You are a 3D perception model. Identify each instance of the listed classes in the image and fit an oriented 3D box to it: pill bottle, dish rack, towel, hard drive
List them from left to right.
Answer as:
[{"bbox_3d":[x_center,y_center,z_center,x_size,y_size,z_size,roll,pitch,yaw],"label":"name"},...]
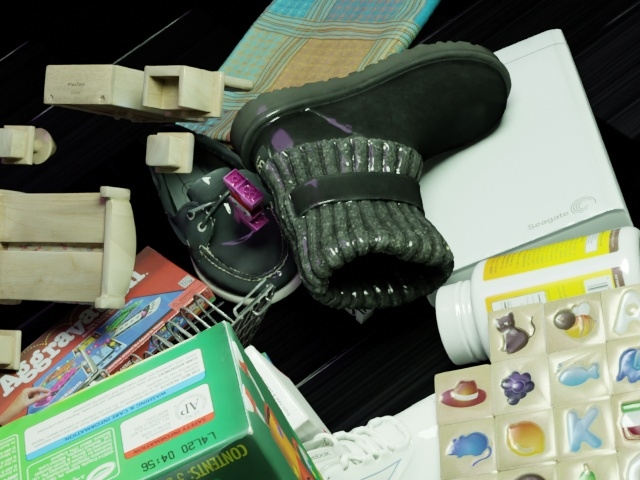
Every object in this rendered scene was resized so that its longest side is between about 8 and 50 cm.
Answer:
[{"bbox_3d":[-0.156,0.141,1.975,0.074,0.208,0.271,41,56,8],"label":"dish rack"},{"bbox_3d":[-0.004,-0.252,2.539,0.271,0.040,0.370,7,50,39],"label":"towel"},{"bbox_3d":[0.203,-0.090,2.210,0.233,0.047,0.353,-22,38,10],"label":"hard drive"},{"bbox_3d":[0.230,0.064,1.958,0.215,0.117,0.117,-14,40,20],"label":"pill bottle"}]

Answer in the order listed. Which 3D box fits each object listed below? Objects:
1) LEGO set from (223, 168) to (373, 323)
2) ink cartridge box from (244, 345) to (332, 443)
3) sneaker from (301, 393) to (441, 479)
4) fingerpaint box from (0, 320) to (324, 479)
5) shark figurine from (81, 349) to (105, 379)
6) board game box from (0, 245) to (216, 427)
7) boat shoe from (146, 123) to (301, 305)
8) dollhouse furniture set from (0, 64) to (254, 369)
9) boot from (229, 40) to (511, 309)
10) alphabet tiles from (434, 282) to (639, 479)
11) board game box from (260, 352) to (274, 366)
[{"bbox_3d":[0.000,0.000,2.180,0.227,0.093,0.087,42,66,18],"label":"LEGO set"},{"bbox_3d":[-0.114,0.227,1.915,0.237,0.172,0.100,-39,71,0],"label":"ink cartridge box"},{"bbox_3d":[0.037,0.233,1.876,0.297,0.129,0.111,-37,39,-15],"label":"sneaker"},{"bbox_3d":[-0.191,0.334,1.710,0.445,0.371,0.163,-25,35,5],"label":"fingerpaint box"},{"bbox_3d":[-0.287,0.262,2.027,0.278,0.116,0.166,-52,36,-5],"label":"shark figurine"},{"bbox_3d":[-0.268,0.126,2.284,0.281,0.027,0.145,-42,37,-15],"label":"board game box"},{"bbox_3d":[-0.122,-0.044,2.313,0.127,0.113,0.340,-30,37,-2],"label":"boat shoe"},{"bbox_3d":[-0.225,-0.018,2.272,0.303,0.174,0.355,2,87,36],"label":"dollhouse furniture set"},{"bbox_3d":[0.097,-0.066,2.098,0.348,0.131,0.260,-18,49,-18],"label":"boot"},{"bbox_3d":[0.246,0.201,1.795,0.285,0.011,0.342,-13,57,18],"label":"alphabet tiles"},{"bbox_3d":[-0.134,0.223,2.075,0.211,0.039,0.160,-26,38,6],"label":"board game box"}]
